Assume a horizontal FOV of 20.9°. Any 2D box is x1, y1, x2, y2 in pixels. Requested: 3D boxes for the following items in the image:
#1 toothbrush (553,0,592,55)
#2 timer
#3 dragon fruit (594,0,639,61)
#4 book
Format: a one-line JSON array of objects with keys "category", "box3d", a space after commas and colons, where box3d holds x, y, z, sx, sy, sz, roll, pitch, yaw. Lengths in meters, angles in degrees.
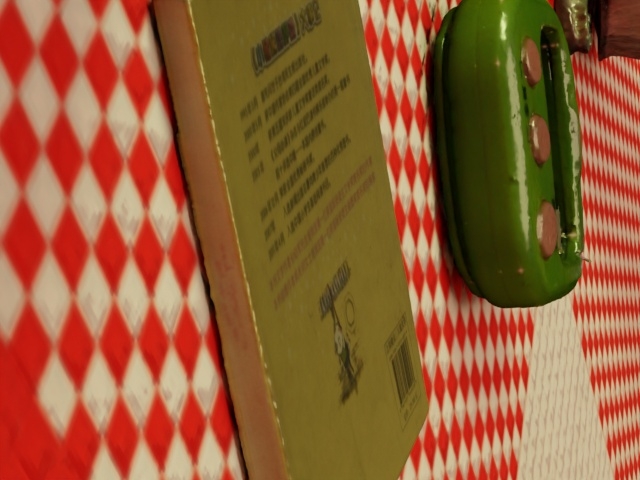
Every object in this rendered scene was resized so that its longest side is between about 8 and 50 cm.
[{"category": "toothbrush", "box3d": [0.143, -0.274, 1.027, 0.041, 0.041, 0.363, 48, 40, -62]}, {"category": "timer", "box3d": [0.086, -0.040, 0.773, 0.128, 0.047, 0.140, -11, 95, -71]}, {"category": "dragon fruit", "box3d": [0.281, -0.223, 1.114, 0.283, 0.221, 0.203, 38, 47, -81]}, {"category": "book", "box3d": [0.000, 0.000, 0.548, 0.168, 0.013, 0.192, -51, 133, -66]}]
